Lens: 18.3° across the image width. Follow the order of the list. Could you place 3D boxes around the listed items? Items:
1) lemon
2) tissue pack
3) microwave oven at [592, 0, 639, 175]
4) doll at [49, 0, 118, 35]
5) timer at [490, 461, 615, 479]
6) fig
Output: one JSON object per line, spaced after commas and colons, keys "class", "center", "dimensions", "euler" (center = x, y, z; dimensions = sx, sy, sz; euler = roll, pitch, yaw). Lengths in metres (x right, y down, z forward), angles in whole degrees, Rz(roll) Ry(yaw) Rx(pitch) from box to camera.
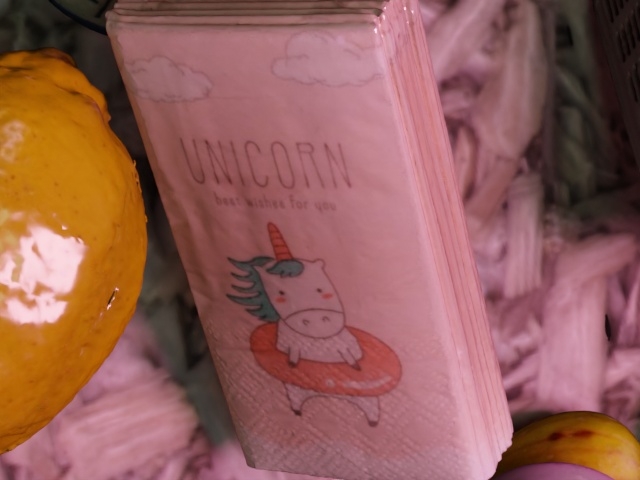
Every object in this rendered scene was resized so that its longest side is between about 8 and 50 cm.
{"class": "lemon", "center": [-0.201, 0.010, 1.105], "dimensions": [0.204, 0.204, 0.260], "euler": [28, 85, -20]}
{"class": "tissue pack", "center": [0.000, 0.000, 1.138], "dimensions": [0.071, 0.170, 0.325], "euler": [-57, 142, -44]}
{"class": "microwave oven", "center": [0.384, -0.100, 1.243], "dimensions": [0.355, 0.218, 0.286], "euler": [-1, 59, -19]}
{"class": "doll", "center": [-0.144, -0.214, 1.123], "dimensions": [0.258, 0.154, 0.228], "euler": [26, 122, -13]}
{"class": "timer", "center": [0.136, 0.245, 1.272], "dimensions": [0.208, 0.069, 0.191], "euler": [-35, 111, 25]}
{"class": "fig", "center": [0.133, 0.146, 1.314], "dimensions": [0.166, 0.093, 0.093], "euler": [15, 93, 15]}
